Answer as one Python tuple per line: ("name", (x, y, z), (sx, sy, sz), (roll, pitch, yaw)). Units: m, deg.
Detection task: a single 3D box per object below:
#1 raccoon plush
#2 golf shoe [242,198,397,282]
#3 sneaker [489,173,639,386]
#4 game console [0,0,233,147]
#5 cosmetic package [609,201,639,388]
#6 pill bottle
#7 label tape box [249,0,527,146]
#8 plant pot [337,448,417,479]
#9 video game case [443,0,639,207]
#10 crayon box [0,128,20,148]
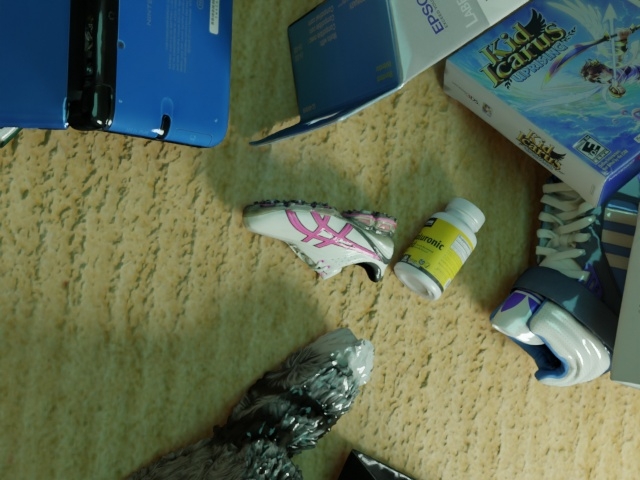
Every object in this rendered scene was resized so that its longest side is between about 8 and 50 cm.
("raccoon plush", (-0.035, 0.342, 0.905), (0.446, 0.216, 0.299), (-36, 110, -19))
("golf shoe", (0.000, 0.000, 0.986), (0.186, 0.067, 0.086), (10, 87, -22))
("sneaker", (0.297, 0.018, 1.071), (0.236, 0.130, 0.323), (-26, 105, -26))
("game console", (-0.224, -0.241, 0.832), (0.250, 0.173, 0.293), (3, 89, -53))
("cosmetic package", (0.501, 0.102, 1.060), (0.385, 0.156, 0.217), (18, 81, -48))
("pill bottle", (0.144, 0.008, 1.046), (0.065, 0.065, 0.116), (42, 74, -16))
("label tape box", (0.079, -0.237, 0.924), (0.347, 0.249, 0.115), (-34, 102, -19))
("plant pot", (0.090, 0.369, 0.957), (0.187, 0.188, 0.167), (33, 94, -28))
("video game case", (0.327, -0.199, 1.050), (0.269, 0.061, 0.244), (-36, 60, -19))
("crayon box", (-0.272, -0.275, 0.872), (0.203, 0.083, 0.323), (47, 74, -15))
